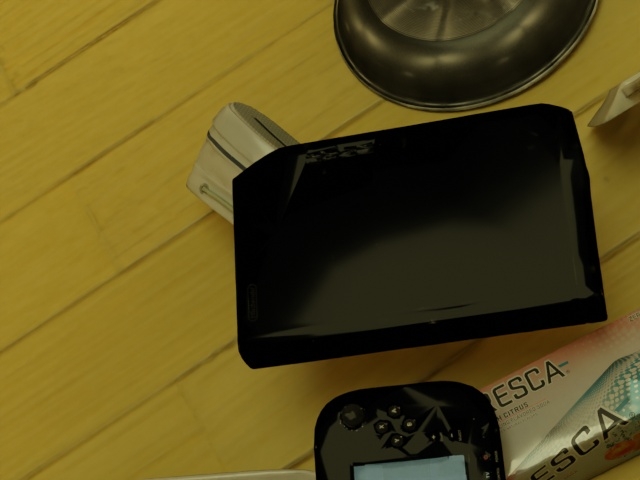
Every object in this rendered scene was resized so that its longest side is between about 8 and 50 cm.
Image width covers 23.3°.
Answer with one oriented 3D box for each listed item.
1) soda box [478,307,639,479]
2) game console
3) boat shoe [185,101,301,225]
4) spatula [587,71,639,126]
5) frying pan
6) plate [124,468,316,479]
[{"bbox_3d":[0.133,0.110,0.905,0.183,0.058,0.063,-28,56,4],"label":"soda box"},{"bbox_3d":[0.062,0.099,0.870,0.213,0.044,0.361,-10,67,12],"label":"game console"},{"bbox_3d":[0.000,0.000,1.015,0.226,0.083,0.075,44,110,32],"label":"boat shoe"},{"bbox_3d":[0.243,-0.121,0.906,0.168,0.242,0.019,-29,90,-1],"label":"spatula"},{"bbox_3d":[0.151,-0.220,1.094,0.326,0.053,0.197,-37,57,1],"label":"frying pan"},{"bbox_3d":[-0.129,0.278,0.913,0.278,0.045,0.277,-6,61,17],"label":"plate"}]
